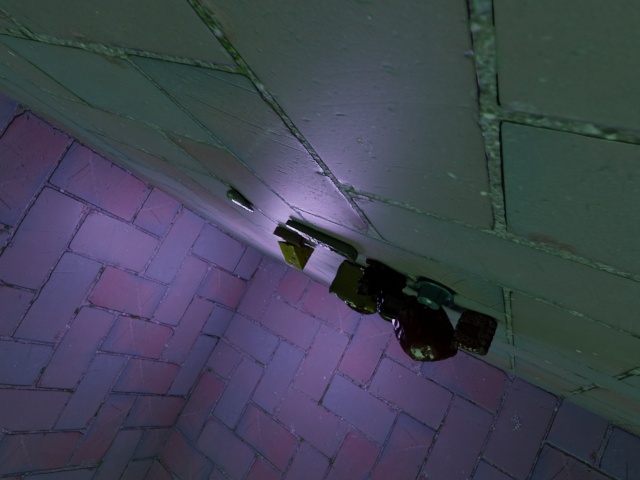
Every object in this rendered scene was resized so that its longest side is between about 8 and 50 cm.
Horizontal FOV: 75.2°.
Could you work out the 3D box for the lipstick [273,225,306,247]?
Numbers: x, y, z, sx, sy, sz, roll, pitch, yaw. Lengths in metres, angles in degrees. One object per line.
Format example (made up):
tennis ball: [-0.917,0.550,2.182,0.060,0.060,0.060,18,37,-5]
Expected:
lipstick: [-0.137,-0.016,1.842,0.145,0.045,0.045,23,173,22]

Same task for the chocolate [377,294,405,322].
chocolate: [0.334,0.299,1.956,0.176,0.177,0.177,27,172,4]

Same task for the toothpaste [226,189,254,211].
toothpaste: [-0.311,-0.152,1.605,0.060,0.038,0.233,27,175,14]

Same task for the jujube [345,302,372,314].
jujube: [0.224,0.303,2.173,0.183,0.183,0.243,20,180,41]

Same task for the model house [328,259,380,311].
model house: [0.182,0.221,1.821,0.193,0.175,0.234,21,166,34]

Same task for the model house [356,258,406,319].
model house: [0.219,0.178,1.503,0.203,0.164,0.141,31,166,-10]

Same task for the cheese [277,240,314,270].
cheese: [-0.122,0.044,1.905,0.093,0.126,0.171,22,167,32]

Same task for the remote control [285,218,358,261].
remote control: [0.000,0.000,1.531,0.285,0.038,0.123,24,172,22]

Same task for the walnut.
walnut: [0.413,0.331,1.605,0.244,0.269,0.222,-9,163,-24]

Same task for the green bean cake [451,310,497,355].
green bean cake: [0.533,0.319,1.449,0.056,0.136,0.135,27,172,-25]

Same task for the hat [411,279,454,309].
hat: [0.365,0.188,1.380,0.138,0.078,0.191,24,171,10]
